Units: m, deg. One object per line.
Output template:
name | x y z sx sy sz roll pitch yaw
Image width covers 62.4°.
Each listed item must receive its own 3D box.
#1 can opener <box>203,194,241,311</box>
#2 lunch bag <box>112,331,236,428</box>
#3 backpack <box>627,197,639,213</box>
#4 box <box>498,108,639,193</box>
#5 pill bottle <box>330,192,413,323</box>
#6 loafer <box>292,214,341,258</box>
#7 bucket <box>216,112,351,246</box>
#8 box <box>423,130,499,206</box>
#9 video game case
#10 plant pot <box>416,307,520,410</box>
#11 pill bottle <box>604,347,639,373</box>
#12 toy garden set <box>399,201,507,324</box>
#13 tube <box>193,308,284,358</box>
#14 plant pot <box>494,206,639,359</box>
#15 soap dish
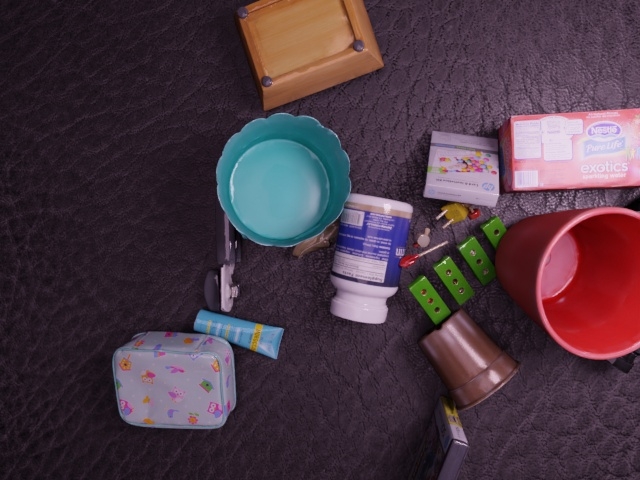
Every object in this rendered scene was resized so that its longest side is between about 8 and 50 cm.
can opener | -0.231 0.032 1.239 0.093 0.074 0.280 4 93 9
lunch bag | -0.342 0.333 1.245 0.279 0.108 0.224 0 107 10
backpack | 0.727 -0.067 1.064 0.182 0.152 0.115 -27 84 19
box | 0.530 -0.179 1.084 0.300 0.142 0.154 -3 92 8
pill bottle | 0.104 0.038 1.151 0.153 0.153 0.264 11 95 8
loafer | 0.000 0.000 1.213 0.148 0.056 0.050 -36 82 8
bucket | -0.083 -0.120 1.127 0.281 0.183 0.281 0 89 -8
box | 0.297 -0.155 1.112 0.145 0.038 0.186 10 49 8
video game case | 0.228 0.492 1.104 0.035 0.248 0.274 21 95 5
plant pot | 0.307 0.245 1.135 0.167 0.167 0.165 -39 79 8
pill bottle | 0.650 0.158 1.091 0.123 0.123 0.219 31 98 6
toy garden set | 0.280 0.026 1.139 0.244 0.049 0.203 -38 106 -3
tube | -0.195 0.218 1.259 0.207 0.052 0.080 16 109 3
plant pot | 0.484 0.058 1.029 0.275 0.243 0.274 -1 100 -7
soap dish | -0.034 -0.447 1.167 0.291 0.118 0.228 -18 90 10
